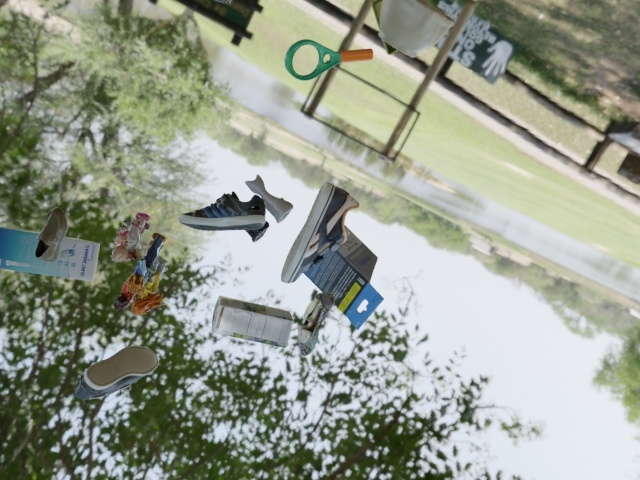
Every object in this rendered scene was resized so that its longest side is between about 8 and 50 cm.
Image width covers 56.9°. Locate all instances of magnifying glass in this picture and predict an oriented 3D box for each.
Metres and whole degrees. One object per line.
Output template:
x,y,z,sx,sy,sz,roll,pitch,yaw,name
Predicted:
0.022,-0.432,1.397,0.231,0.092,0.026,-12,-145,-24,magnifying glass

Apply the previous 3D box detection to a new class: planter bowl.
0.193,-0.469,1.283,0.162,0.109,0.162,25,-152,-14,planter bowl

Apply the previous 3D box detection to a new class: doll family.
-0.402,0.074,1.350,0.118,0.263,0.163,15,-136,0,doll family

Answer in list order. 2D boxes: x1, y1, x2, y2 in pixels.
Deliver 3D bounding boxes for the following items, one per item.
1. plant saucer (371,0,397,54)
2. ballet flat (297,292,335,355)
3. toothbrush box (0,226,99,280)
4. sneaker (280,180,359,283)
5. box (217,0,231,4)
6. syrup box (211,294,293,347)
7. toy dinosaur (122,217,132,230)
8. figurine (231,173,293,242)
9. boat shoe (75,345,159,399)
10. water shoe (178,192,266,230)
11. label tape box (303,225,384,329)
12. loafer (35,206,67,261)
0.258,-0.742,1.957,0.045,0.188,0.188,38,157,55,plant saucer
-0.017,0.133,0.955,0.041,0.114,0.041,24,-170,-4,ballet flat
-0.859,0.041,1.846,0.296,0.126,0.216,12,176,-24,toothbrush box
0.000,0.000,1.682,0.127,0.321,0.126,24,-163,-13,sneaker
-0.207,-0.560,1.283,0.018,0.083,0.067,29,-157,17,box
-0.211,0.249,1.817,0.237,0.096,0.093,13,-170,-13,syrup box
-0.688,-0.050,2.162,0.082,0.047,0.090,25,-176,17,toy dinosaur
-0.246,-0.134,2.258,0.209,0.215,0.092,46,151,5,figurine
-0.517,0.344,1.519,0.095,0.079,0.254,46,-160,7,boat shoe
-0.218,-0.065,1.327,0.203,0.080,0.073,1,169,10,water shoe
0.079,0.102,1.957,0.333,0.240,0.106,45,-126,12,label tape box
-0.676,-0.011,1.479,0.056,0.148,0.050,24,-163,24,loafer
